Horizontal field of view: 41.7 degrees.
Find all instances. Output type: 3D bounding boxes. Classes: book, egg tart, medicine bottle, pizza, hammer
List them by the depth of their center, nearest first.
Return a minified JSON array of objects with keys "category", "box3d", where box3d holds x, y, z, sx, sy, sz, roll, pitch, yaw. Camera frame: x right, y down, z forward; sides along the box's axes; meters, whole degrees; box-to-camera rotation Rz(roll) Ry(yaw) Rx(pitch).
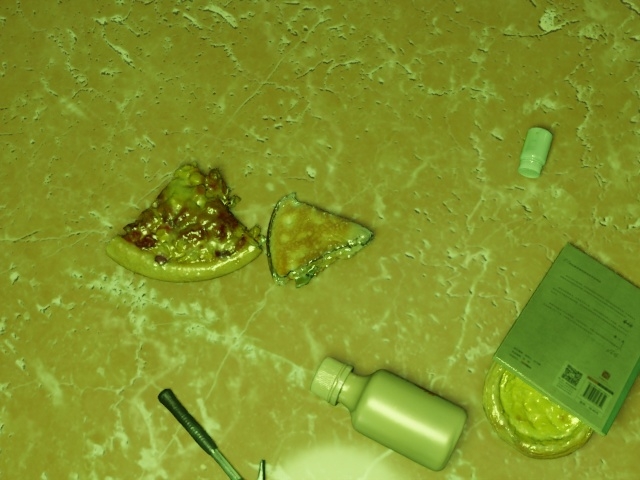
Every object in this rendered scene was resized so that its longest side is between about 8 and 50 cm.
[{"category":"medicine bottle","box3d":[0.106,0.273,1.374,0.252,0.114,0.114,25,77,11]},{"category":"egg tart","box3d":[0.357,0.265,1.375,0.191,0.074,0.191,-1,73,3]},{"category":"book","box3d":[0.432,0.153,1.377,0.215,0.025,0.282,36,58,13]},{"category":"hammer","box3d":[-0.188,0.342,1.425,0.103,0.029,0.246,-41,73,-7]},{"category":"pizza","box3d":[0.000,0.000,1.499,0.195,0.052,0.185,-2,66,9]},{"category":"pizza","box3d":[-0.241,-0.038,1.514,0.289,0.081,0.229,1,74,5]},{"category":"medicine bottle","box3d":[0.386,-0.158,1.515,0.047,0.047,0.083,18,76,10]}]
